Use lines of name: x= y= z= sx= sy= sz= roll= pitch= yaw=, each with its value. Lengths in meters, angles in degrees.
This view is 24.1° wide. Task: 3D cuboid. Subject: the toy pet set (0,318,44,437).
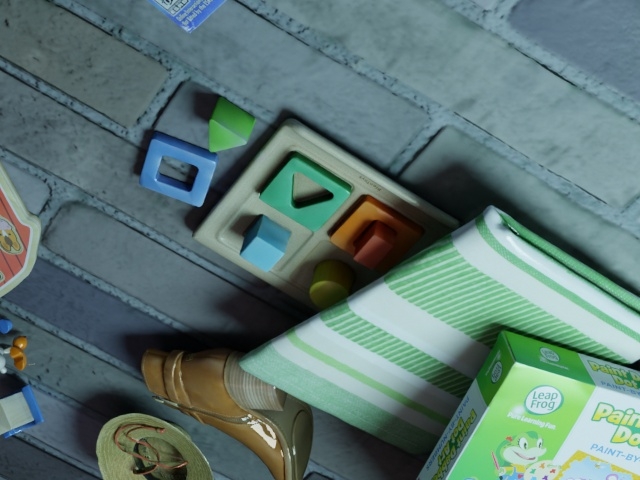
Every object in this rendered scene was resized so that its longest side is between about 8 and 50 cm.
toy pet set: x=-0.333 y=0.147 z=1.594 sx=0.122 sy=0.065 sz=0.114 roll=-25 pitch=87 yaw=31

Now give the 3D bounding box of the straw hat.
straw hat: x=-0.166 y=0.231 z=1.607 sx=0.144 sy=0.061 sz=0.144 roll=8 pitch=119 yaw=16

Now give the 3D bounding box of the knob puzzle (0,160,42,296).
knob puzzle: x=-0.360 y=-0.005 z=1.457 sx=0.213 sy=0.030 sz=0.213 roll=9 pitch=135 yaw=9

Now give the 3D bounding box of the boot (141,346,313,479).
boot: x=-0.093 y=0.177 z=1.534 sx=0.152 sy=0.073 sz=0.197 roll=5 pitch=133 yaw=20

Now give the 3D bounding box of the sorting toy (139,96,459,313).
sorting toy: x=0.000 y=0.000 z=1.338 sx=0.348 sy=0.047 sz=0.196 roll=31 pitch=134 yaw=-14

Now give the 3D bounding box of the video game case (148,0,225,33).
video game case: x=-0.106 y=-0.305 z=1.062 sx=0.244 sy=0.061 sz=0.269 roll=38 pitch=132 yaw=-18

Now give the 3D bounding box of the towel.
towel: x=0.121 y=0.095 z=1.372 sx=0.248 sy=0.038 sz=0.325 roll=29 pitch=137 yaw=-30

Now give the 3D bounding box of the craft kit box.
craft kit box: x=0.225 y=0.221 z=1.371 sx=0.250 sy=0.061 sz=0.246 roll=17 pitch=115 yaw=-17
